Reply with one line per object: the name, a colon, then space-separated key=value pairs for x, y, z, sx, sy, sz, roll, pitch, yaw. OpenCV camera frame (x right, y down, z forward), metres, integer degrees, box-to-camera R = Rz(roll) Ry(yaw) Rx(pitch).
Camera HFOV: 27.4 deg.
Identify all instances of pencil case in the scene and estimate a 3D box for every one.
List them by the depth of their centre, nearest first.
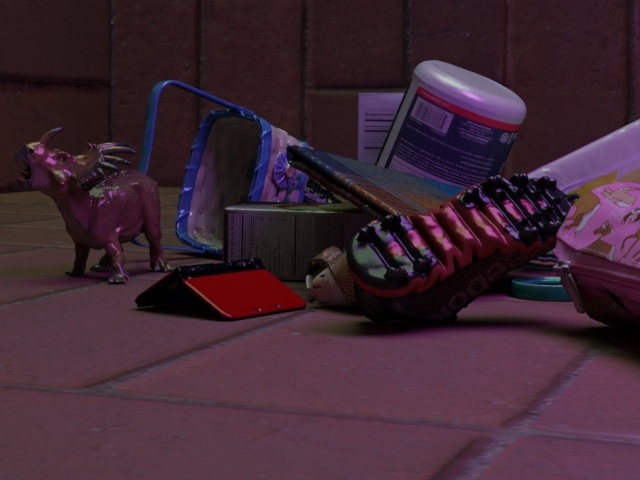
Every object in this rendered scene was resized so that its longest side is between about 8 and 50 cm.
pencil case: x=0.353 y=0.030 z=1.192 sx=0.160 sy=0.167 sz=0.386 roll=41 pitch=-5 yaw=-13

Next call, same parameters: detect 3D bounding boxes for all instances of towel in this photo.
towel: x=0.160 y=-0.031 z=1.702 sx=0.370 sy=0.040 sz=0.271 roll=10 pitch=17 yaw=-44

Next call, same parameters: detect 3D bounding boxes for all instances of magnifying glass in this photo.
magnifying glass: x=0.350 y=0.059 z=1.607 sx=0.230 sy=0.026 sz=0.092 roll=2 pitch=5 yaw=7

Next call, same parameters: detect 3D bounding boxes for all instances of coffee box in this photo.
coffee box: x=0.000 y=0.000 z=1.797 sx=0.246 sy=0.098 sz=0.141 roll=2 pitch=6 yaw=8

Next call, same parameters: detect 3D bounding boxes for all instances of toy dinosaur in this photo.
toy dinosaur: x=-0.279 y=-0.052 z=1.785 sx=0.127 sy=0.200 sz=0.295 roll=3 pitch=5 yaw=21

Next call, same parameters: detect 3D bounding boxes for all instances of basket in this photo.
basket: x=-0.160 y=-0.100 z=2.049 sx=0.288 sy=0.255 sz=0.201 roll=11 pitch=0 yaw=-35

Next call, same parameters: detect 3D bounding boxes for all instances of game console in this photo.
game console: x=-0.112 y=0.070 z=1.477 sx=0.124 sy=0.085 sz=0.144 roll=-34 pitch=-17 yaw=34

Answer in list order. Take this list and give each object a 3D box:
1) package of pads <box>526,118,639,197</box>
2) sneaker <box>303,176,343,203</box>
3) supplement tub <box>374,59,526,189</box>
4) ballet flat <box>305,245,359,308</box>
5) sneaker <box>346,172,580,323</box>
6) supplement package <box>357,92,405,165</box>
package of pads: x=0.420 y=-0.094 z=1.943 sx=0.296 sy=0.101 sz=0.229 roll=-25 pitch=-6 yaw=6
sneaker: x=-0.025 y=-0.059 z=2.203 sx=0.293 sy=0.146 sz=0.102 roll=2 pitch=5 yaw=15
supplement tub: x=0.192 y=-0.130 z=2.082 sx=0.191 sy=0.272 sz=0.191 roll=20 pitch=17 yaw=-7
ballet flat: x=0.020 y=0.051 z=1.524 sx=0.067 sy=0.073 sz=0.206 roll=-27 pitch=5 yaw=-5
sneaker: x=0.149 y=0.015 z=1.387 sx=0.276 sy=0.135 sz=0.098 roll=-19 pitch=56 yaw=-20
supplement package: x=0.176 y=-0.125 z=2.310 sx=0.198 sy=0.263 sz=0.199 roll=2 pitch=5 yaw=12
